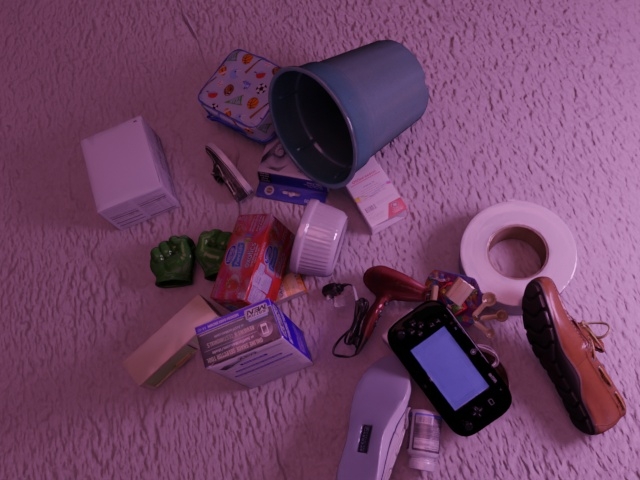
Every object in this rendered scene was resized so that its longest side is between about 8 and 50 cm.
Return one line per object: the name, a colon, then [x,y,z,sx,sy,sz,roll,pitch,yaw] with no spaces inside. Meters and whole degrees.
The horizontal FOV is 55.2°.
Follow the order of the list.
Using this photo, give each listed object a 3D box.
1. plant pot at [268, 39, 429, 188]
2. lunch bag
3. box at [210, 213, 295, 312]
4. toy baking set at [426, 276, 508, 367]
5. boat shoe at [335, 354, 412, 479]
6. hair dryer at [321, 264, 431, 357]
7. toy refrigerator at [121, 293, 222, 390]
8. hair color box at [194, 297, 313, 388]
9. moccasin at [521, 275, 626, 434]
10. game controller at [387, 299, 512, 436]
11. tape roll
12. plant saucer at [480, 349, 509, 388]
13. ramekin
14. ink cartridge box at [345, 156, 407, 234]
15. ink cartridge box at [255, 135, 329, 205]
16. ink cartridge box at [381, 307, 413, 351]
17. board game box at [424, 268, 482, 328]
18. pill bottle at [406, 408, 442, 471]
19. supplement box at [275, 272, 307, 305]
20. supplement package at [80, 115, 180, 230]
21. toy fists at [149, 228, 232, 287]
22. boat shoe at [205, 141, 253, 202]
plant pot: [0.092,-0.369,1.661,0.334,0.341,0.341,-35,66,-27]
lunch bag: [-0.220,-0.435,1.857,0.303,0.115,0.243,31,84,32]
box: [-0.178,0.067,1.643,0.123,0.128,0.256,0,62,32]
toy baking set: [0.344,0.220,1.483,0.197,0.030,0.256,13,88,11]
boat shoe: [0.146,0.464,1.459,0.136,0.156,0.367,2,53,24]
hair dryer: [0.152,0.172,1.583,0.294,0.080,0.223,-25,59,20]
toy refrigerator: [-0.385,0.278,1.647,0.269,0.102,0.094,-43,68,-7]
hair color box: [-0.148,0.258,1.480,0.185,0.339,0.110,-22,68,2]
moccasin: [0.592,0.254,1.417,0.147,0.139,0.380,-26,84,-14]
game controller: [0.303,0.299,1.445,0.166,0.067,0.319,-37,87,13]
tape roll: [0.499,0.043,1.569,0.286,0.100,0.286,-4,69,10]
plant saucer: [0.379,0.354,1.514,0.169,0.029,0.168,-4,69,10]
ramekin: [0.000,0.000,1.628,0.109,0.207,0.207,15,73,6]
ink cartridge box: [0.146,-0.131,1.718,0.115,0.067,0.198,-28,69,-1]
ink cartridge box: [-0.067,-0.220,1.803,0.224,0.045,0.223,10,72,14]
ink cartridge box: [0.244,0.265,1.553,0.109,0.063,0.150,-42,68,-7]
board game box: [0.323,0.149,1.545,0.169,0.033,0.133,14,105,41]
pill bottle: [0.248,0.478,1.465,0.078,0.078,0.137,5,71,13]
supplement box: [-0.092,0.131,1.681,0.099,0.036,0.062,-23,66,2]
supplement package: [-0.571,-0.201,1.838,0.204,0.145,0.261,-22,67,2]
toy fists: [-0.350,0.043,1.732,0.279,0.096,0.142,-9,67,9]
boat shoe: [-0.289,-0.206,1.823,0.070,0.078,0.219,-38,69,-6]
